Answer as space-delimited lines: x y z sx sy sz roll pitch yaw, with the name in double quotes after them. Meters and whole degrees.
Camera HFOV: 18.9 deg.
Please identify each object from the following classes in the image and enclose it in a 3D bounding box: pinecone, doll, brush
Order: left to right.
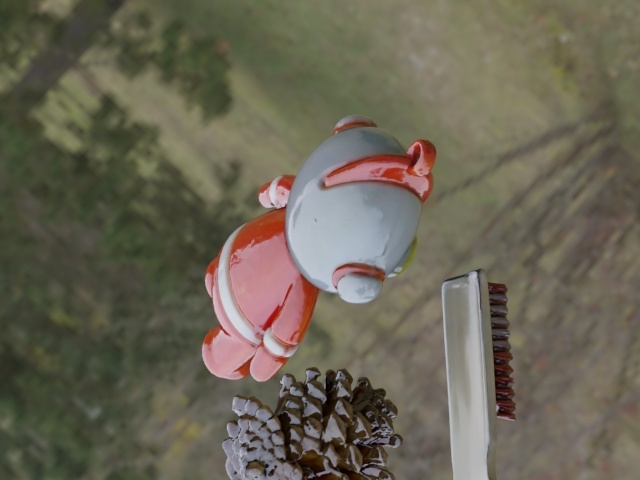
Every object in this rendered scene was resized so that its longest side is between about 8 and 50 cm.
-0.007 0.220 2.009 0.179 0.195 0.150 52 175 33 "pinecone"
0.000 0.000 1.626 0.105 0.200 0.336 18 144 -25 "doll"
0.143 0.186 1.678 0.050 0.321 0.060 12 159 -37 "brush"
